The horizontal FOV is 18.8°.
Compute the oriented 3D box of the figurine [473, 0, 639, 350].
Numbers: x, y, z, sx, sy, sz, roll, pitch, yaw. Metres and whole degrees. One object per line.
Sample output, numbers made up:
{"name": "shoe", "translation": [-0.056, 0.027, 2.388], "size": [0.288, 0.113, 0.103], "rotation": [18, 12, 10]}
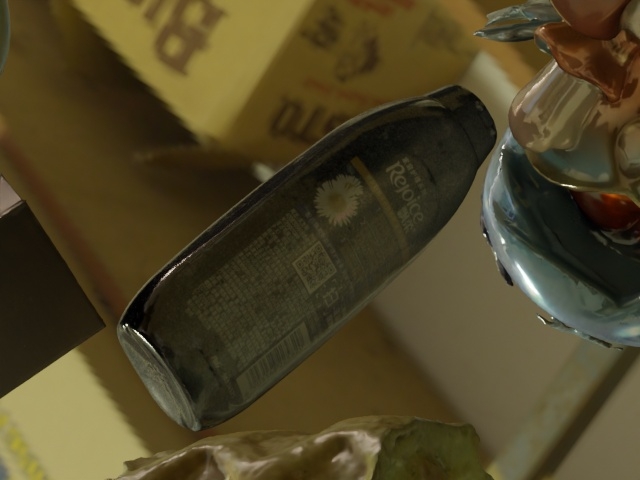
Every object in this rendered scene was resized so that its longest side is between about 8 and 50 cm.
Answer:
{"name": "figurine", "translation": [0.187, -0.149, 0.962], "size": [0.276, 0.388, 0.248], "rotation": [-11, -122, -5]}

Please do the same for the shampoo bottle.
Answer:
{"name": "shampoo bottle", "translation": [0.000, 0.000, 0.999], "size": [0.049, 0.233, 0.087], "rotation": [10, 135, 55]}

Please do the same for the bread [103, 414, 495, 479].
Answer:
{"name": "bread", "translation": [-0.003, 0.230, 1.383], "size": [0.238, 0.252, 0.196], "rotation": [8, -109, -51]}

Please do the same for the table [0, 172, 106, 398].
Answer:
{"name": "table", "translation": [-0.166, 0.015, 0.954], "size": [0.083, 0.070, 0.082], "rotation": [61, 171, -33]}

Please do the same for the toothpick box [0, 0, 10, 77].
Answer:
{"name": "toothpick box", "translation": [-0.366, -0.061, 1.129], "size": [0.263, 0.354, 0.263], "rotation": [28, -139, -28]}
